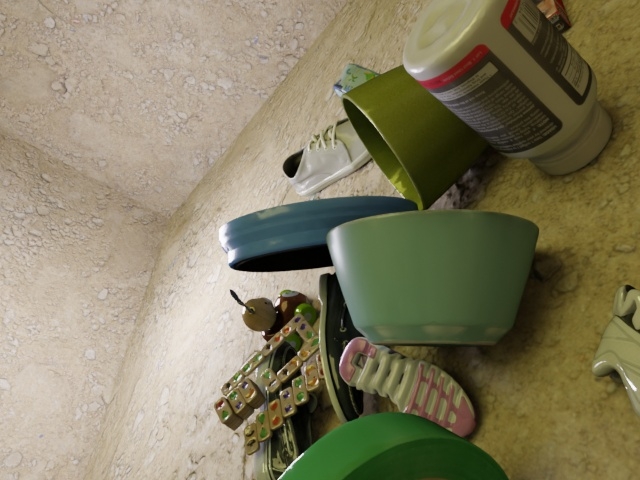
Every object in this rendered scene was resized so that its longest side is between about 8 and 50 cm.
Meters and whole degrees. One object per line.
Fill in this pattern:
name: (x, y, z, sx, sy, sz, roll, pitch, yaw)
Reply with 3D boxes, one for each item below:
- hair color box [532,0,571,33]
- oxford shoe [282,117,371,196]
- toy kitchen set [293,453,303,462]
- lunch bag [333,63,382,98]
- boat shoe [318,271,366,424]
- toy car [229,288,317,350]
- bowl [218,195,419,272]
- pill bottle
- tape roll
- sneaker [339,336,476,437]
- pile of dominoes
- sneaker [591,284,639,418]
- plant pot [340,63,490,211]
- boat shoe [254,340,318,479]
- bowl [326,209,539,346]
hair color box: (0.443, -0.465, 1.060, 0.093, 0.053, 0.167, -34, 36, 40)
oxford shoe: (0.040, -0.267, 1.489, 0.449, 0.130, 0.169, -28, 36, 44)
toy kitchen set: (0.069, 0.372, 0.756, 0.207, 0.122, 0.166, -45, 29, 27)
lunch bag: (0.149, -0.326, 1.249, 0.219, 0.176, 0.090, 36, 95, 33)
boat shoe: (0.066, 0.182, 0.982, 0.113, 0.127, 0.340, -16, 34, 10)
toy car: (-0.132, 0.167, 1.260, 0.149, 0.188, 0.155, -61, 26, -2)
bowl: (0.000, 0.000, 1.016, 0.391, 0.390, 0.077, -19, 75, 53)
pill bottle: (0.291, -0.234, 0.777, 0.176, 0.318, 0.176, -42, 30, 31)
tape roll: (0.073, 0.350, 0.542, 0.077, 0.321, 0.321, 5, 67, 64)
sneaker: (0.145, 0.228, 0.816, 0.236, 0.104, 0.095, 22, 86, 42)
pile of dominoes: (-0.097, 0.269, 1.026, 0.251, 0.040, 0.196, -44, 37, -6)
sneaker: (0.375, 0.151, 0.482, 0.118, 0.110, 0.292, -62, 16, 11)
plant pot: (0.235, -0.250, 0.995, 0.293, 0.275, 0.275, -36, 28, 3)
boat shoe: (-0.055, 0.337, 1.057, 0.119, 0.121, 0.335, -28, 39, 19)
bowl: (0.160, 0.073, 0.763, 0.311, 0.311, 0.163, -17, 67, 54)
